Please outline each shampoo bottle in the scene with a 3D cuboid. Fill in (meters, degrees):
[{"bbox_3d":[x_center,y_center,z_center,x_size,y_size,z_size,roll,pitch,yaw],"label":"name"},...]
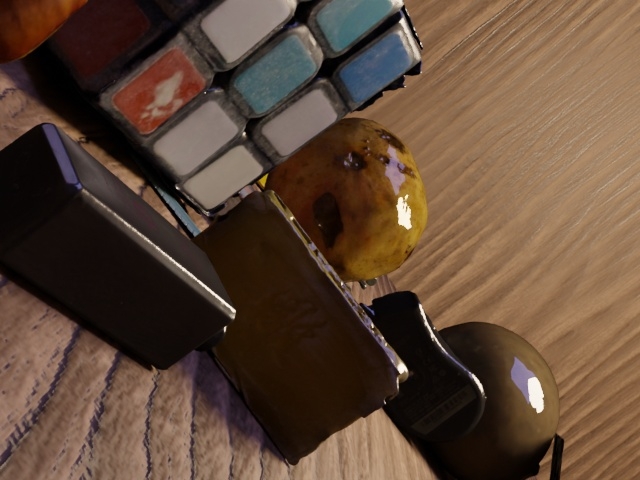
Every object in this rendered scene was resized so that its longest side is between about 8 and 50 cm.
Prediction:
[{"bbox_3d":[-0.143,0.017,0.796,0.246,0.079,0.080,47,10,-52],"label":"shampoo bottle"}]

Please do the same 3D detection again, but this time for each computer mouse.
[{"bbox_3d":[0.140,0.193,1.708,0.264,0.147,0.088,54,5,-11],"label":"computer mouse"}]

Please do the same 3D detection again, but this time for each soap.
[{"bbox_3d":[-0.035,0.078,1.029,0.233,0.135,0.076,54,6,-3],"label":"soap"}]

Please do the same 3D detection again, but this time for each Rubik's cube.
[{"bbox_3d":[-0.137,-0.301,1.261,0.363,0.362,0.359,55,5,24],"label":"Rubik's cube"}]

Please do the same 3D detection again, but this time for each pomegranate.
[{"bbox_3d":[0.040,-0.067,1.833,0.281,0.281,0.281,53,6,-8],"label":"pomegranate"}]

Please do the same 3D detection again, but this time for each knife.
[{"bbox_3d":[-0.123,0.019,1.280,0.313,0.019,0.044,51,7,-7],"label":"knife"}]

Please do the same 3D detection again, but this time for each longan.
[{"bbox_3d":[0.283,0.277,1.847,0.300,0.243,0.300,37,38,-37],"label":"longan"}]

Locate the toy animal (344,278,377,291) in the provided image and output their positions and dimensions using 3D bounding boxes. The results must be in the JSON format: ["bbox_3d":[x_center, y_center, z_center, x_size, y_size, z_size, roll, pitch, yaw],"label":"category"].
[{"bbox_3d":[0.001,0.002,2.032,0.269,0.082,0.137,46,6,-28],"label":"toy animal"}]

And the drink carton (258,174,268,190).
[{"bbox_3d":[-0.092,-0.200,2.076,0.351,0.154,0.111,52,6,-22],"label":"drink carton"}]

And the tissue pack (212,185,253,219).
[{"bbox_3d":[-0.125,-0.062,1.486,0.148,0.060,0.108,55,7,21],"label":"tissue pack"}]

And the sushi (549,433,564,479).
[{"bbox_3d":[0.382,0.445,1.713,0.294,0.059,0.292,23,74,-79],"label":"sushi"}]

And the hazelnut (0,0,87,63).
[{"bbox_3d":[-0.263,-0.228,0.874,0.182,0.182,0.182,53,6,-8],"label":"hazelnut"}]
